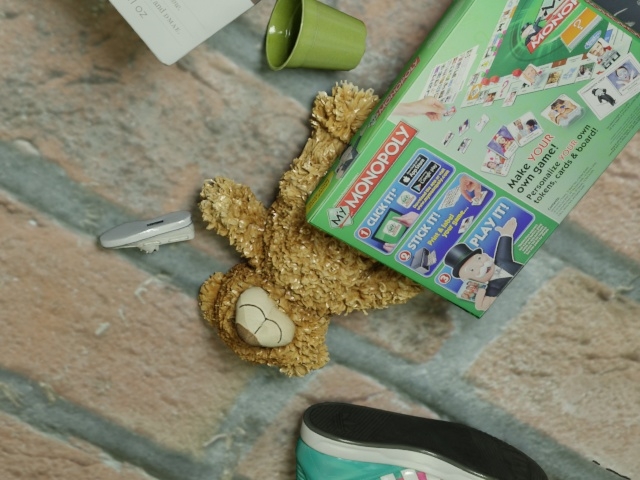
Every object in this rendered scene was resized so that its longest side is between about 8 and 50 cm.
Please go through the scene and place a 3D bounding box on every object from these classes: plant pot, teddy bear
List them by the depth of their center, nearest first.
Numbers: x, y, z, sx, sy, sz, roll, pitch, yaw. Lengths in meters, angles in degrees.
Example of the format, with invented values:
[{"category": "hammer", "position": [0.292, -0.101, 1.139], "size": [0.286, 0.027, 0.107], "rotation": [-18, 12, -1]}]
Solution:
[{"category": "plant pot", "position": [-0.001, -0.196, 1.311], "size": [0.079, 0.083, 0.083], "rotation": [11, 120, -26]}, {"category": "teddy bear", "position": [0.000, 0.000, 1.402], "size": [0.338, 0.113, 0.245], "rotation": [-38, 115, 16]}]

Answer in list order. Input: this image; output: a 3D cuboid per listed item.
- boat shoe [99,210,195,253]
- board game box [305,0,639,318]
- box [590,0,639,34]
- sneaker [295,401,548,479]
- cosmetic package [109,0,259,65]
[{"category": "boat shoe", "position": [-0.180, -0.002, 1.428], "size": [0.100, 0.035, 0.035], "rotation": [-15, 118, -4]}, {"category": "board game box", "position": [0.161, -0.096, 1.289], "size": [0.213, 0.046, 0.317], "rotation": [30, 113, -18]}, {"category": "box", "position": [0.293, -0.265, 1.282], "size": [0.156, 0.093, 0.158], "rotation": [-29, 119, 13]}, {"category": "sneaker", "position": [0.102, 0.307, 1.580], "size": [0.295, 0.124, 0.178], "rotation": [14, 113, -4]}, {"category": "cosmetic package", "position": [-0.110, -0.285, 1.199], "size": [0.183, 0.151, 0.151], "rotation": [-34, 119, 14]}]
